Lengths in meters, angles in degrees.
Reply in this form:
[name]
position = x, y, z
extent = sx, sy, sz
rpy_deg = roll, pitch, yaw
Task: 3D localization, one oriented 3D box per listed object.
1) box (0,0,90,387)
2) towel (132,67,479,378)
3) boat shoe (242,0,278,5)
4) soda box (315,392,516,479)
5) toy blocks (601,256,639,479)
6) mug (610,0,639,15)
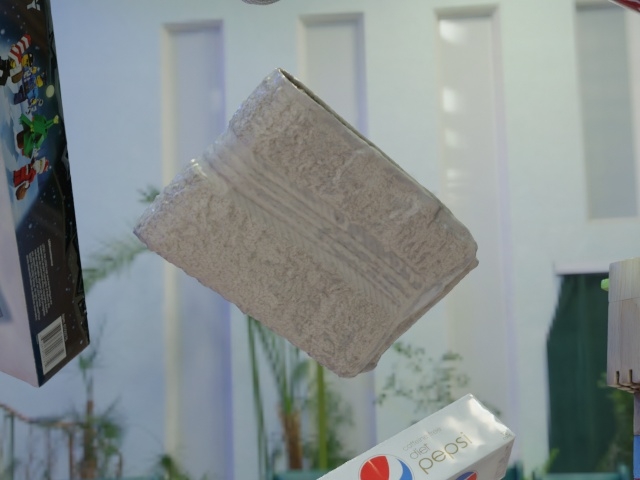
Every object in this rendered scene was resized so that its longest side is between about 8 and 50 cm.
[box]
position = -0.194, -0.055, 0.520
extent = 0.159, 0.233, 0.044
rpy_deg = 18, 37, 23
[towel]
position = 0.000, 0.000, 0.940
extent = 0.282, 0.187, 0.049
rpy_deg = 36, 15, -34
[boat shoe]
position = 0.014, -0.383, 1.292
extent = 0.302, 0.109, 0.094
rpy_deg = -31, 32, -7
[soda box]
position = 0.089, 0.239, 1.095
extent = 0.216, 0.069, 0.074
rpy_deg = -23, 48, -29
[toy blocks]
position = 0.442, 0.133, 1.136
extent = 0.190, 0.261, 0.381
rpy_deg = 19, -23, -34
[mug]
position = 0.184, -0.199, 0.639
extent = 0.150, 0.113, 0.169
rpy_deg = -20, 45, -32
